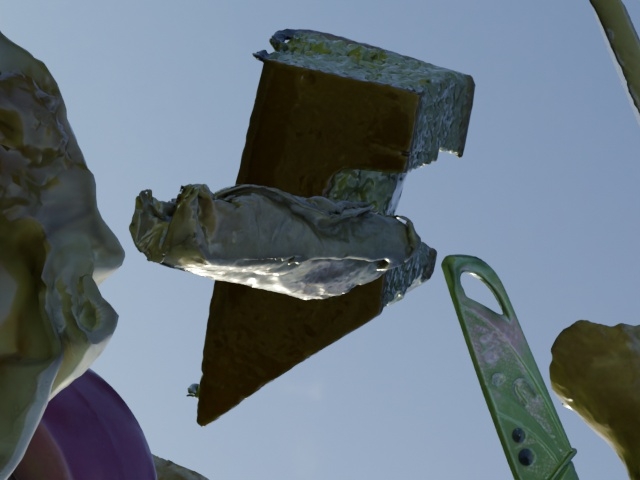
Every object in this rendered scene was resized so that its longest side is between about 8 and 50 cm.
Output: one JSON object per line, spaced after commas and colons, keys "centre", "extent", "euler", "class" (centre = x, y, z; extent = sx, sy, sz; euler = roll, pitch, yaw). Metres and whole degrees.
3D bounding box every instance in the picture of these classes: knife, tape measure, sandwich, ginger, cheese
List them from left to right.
{"centre": [-0.124, 0.097, 0.708], "extent": [0.118, 0.074, 0.125], "euler": [49, -66, 12], "class": "tape measure"}
{"centre": [0.000, 0.000, 1.161], "extent": [0.122, 0.128, 0.236], "euler": [-25, 129, -74], "class": "sandwich"}
{"centre": [0.090, 0.100, 0.744], "extent": [0.207, 0.030, 0.014], "euler": [68, -21, 1], "class": "knife"}
{"centre": [0.247, 0.143, 1.437], "extent": [0.115, 0.193, 0.123], "euler": [124, -15, -48], "class": "ginger"}
{"centre": [0.315, -0.107, 1.820], "extent": [0.085, 0.034, 0.400], "euler": [-75, 142, -75], "class": "cheese"}

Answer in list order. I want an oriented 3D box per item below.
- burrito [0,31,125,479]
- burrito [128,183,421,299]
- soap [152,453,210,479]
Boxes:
{"centre": [-0.181, 0.114, 0.413], "extent": [0.392, 0.076, 0.117], "euler": [-47, -123, 10], "class": "burrito"}
{"centre": [-0.021, -0.001, 0.855], "extent": [0.055, 0.149, 0.041], "euler": [-24, -111, 36], "class": "burrito"}
{"centre": [-0.164, 0.193, 0.981], "extent": [0.257, 0.160, 0.080], "euler": [-51, 157, -57], "class": "soap"}
